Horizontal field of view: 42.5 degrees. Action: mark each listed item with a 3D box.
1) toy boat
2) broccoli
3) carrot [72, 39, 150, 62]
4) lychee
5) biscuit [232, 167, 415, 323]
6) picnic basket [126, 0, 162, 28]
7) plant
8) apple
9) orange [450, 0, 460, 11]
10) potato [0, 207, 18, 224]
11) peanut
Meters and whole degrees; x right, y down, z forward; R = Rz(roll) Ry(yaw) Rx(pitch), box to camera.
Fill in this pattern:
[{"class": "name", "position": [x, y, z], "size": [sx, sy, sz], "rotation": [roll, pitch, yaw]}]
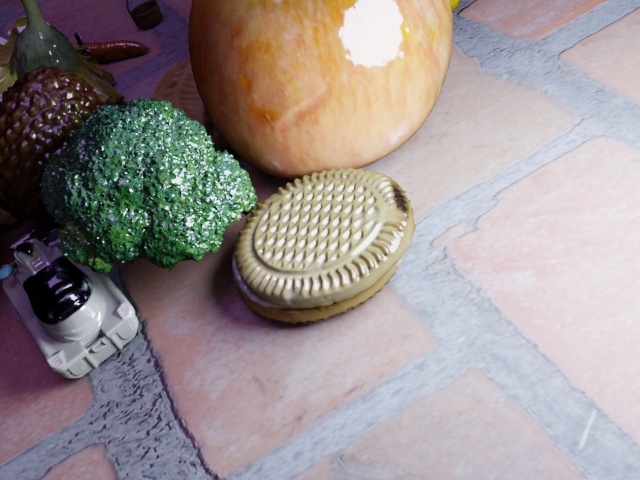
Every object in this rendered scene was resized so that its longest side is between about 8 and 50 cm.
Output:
[{"class": "toy boat", "position": [-0.367, 0.068, 1.144], "size": [0.141, 0.141, 0.269], "rotation": [-37, 56, -15]}, {"class": "broccoli", "position": [-0.244, -0.063, 1.147], "size": [0.294, 0.245, 0.265], "rotation": [9, 70, 28]}, {"class": "carrot", "position": [-0.471, -0.406, 1.772], "size": [0.224, 0.057, 0.057], "rotation": [-2, 44, 18]}, {"class": "lychee", "position": [-0.417, -0.138, 1.304], "size": [0.236, 0.271, 0.236], "rotation": [6, 32, -4]}, {"class": "biscuit", "position": [0.000, 0.000, 1.078], "size": [0.259, 0.079, 0.259], "rotation": [-13, 41, 12]}, {"class": "picnic basket", "position": [-0.396, -0.520, 1.831], "size": [0.072, 0.083, 0.072], "rotation": [-13, 42, 12]}, {"class": "plant", "position": [-0.526, -0.364, 1.592], "size": [0.306, 0.297, 0.261], "rotation": [10, 21, 8]}, {"class": "apple", "position": [0.001, -0.295, 1.198], "size": [0.391, 0.346, 0.391], "rotation": [-9, 44, 9]}, {"class": "orange", "position": [0.200, -0.433, 1.454], "size": [0.095, 0.085, 0.085], "rotation": [12, 51, 44]}, {"class": "potato", "position": [-0.539, -0.065, 1.421], "size": [0.068, 0.062, 0.083], "rotation": [21, 84, 8]}, {"class": "peanut", "position": [-0.207, -0.210, 1.365], "size": [0.153, 0.140, 0.325], "rotation": [16, 47, 14]}]
